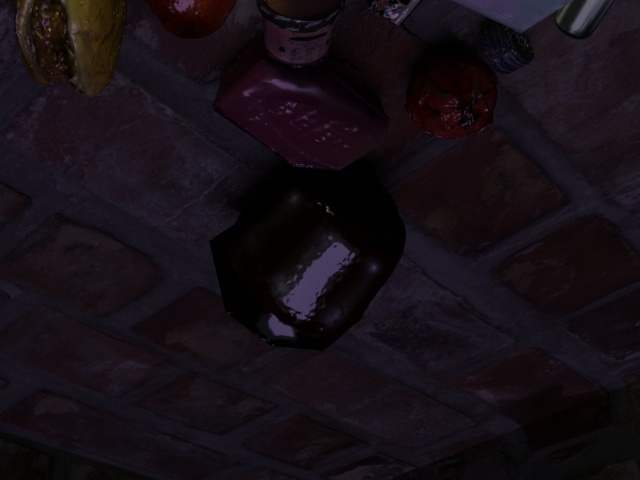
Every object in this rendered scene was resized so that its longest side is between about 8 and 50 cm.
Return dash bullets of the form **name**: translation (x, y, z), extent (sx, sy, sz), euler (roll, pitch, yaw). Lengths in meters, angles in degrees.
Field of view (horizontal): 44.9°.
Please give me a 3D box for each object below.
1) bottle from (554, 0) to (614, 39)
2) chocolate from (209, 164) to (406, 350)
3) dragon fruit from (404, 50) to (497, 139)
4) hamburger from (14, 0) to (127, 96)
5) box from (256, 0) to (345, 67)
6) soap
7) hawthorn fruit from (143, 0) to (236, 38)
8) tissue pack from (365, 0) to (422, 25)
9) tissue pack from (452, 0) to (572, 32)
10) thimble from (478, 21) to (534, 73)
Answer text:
- **bottle**: translation (0.496, -0.466, 1.327), extent (0.096, 0.079, 0.254), euler (-28, 155, -34)
- **chocolate**: translation (0.000, 0.000, 1.652), extent (0.383, 0.384, 0.331), euler (18, 131, -24)
- **dragon fruit**: translation (0.249, -0.273, 1.461), extent (0.172, 0.209, 0.172), euler (-5, 104, -22)
- **hamburger**: translation (-0.380, -0.368, 1.210), extent (0.144, 0.283, 0.260), euler (11, 144, -5)
- **box**: translation (-0.036, -0.384, 1.333), extent (0.151, 0.151, 0.135), euler (0, 149, -5)
- **soap**: translation (-0.026, -0.257, 1.504), extent (0.220, 0.127, 0.324), euler (-31, 134, 33)
- **hawthorn fruit**: translation (-0.208, -0.421, 1.265), extent (0.173, 0.179, 0.173), euler (30, 165, 9)
- **tissue pack**: translation (0.153, -0.457, 1.286), extent (0.090, 0.103, 0.170), euler (26, 133, -24)
- **tissue pack**: translation (0.186, -0.474, 1.022), extent (0.404, 0.205, 0.332), euler (24, 174, -9)
- **thimble**: translation (0.344, -0.361, 1.434), extent (0.066, 0.095, 0.104), euler (-24, 174, 37)
